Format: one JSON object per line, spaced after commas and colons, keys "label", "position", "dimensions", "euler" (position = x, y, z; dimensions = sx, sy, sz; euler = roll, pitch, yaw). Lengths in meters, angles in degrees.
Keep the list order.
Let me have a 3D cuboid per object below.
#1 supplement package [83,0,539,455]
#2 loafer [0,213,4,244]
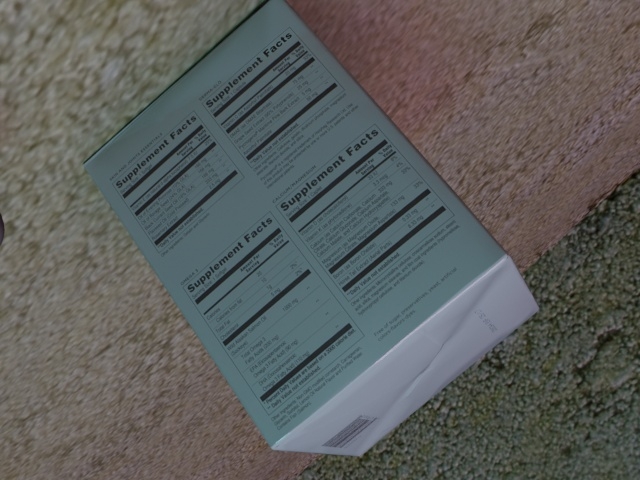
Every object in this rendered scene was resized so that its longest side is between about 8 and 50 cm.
{"label": "supplement package", "position": [0.000, 0.000, 0.684], "dimensions": [0.198, 0.262, 0.199], "euler": [-40, 157, 5]}
{"label": "loafer", "position": [-0.243, -0.072, 0.410], "dimensions": [0.109, 0.095, 0.302], "euler": [-38, 157, -1]}
